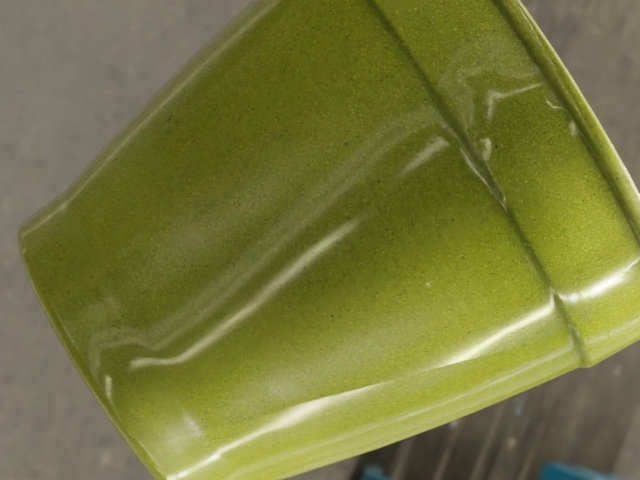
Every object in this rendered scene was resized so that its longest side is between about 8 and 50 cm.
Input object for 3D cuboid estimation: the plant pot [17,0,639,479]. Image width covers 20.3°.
[{"bbox_3d":[0.000,0.000,1.222,0.353,0.366,0.366,-33,141,0],"label":"plant pot"}]
